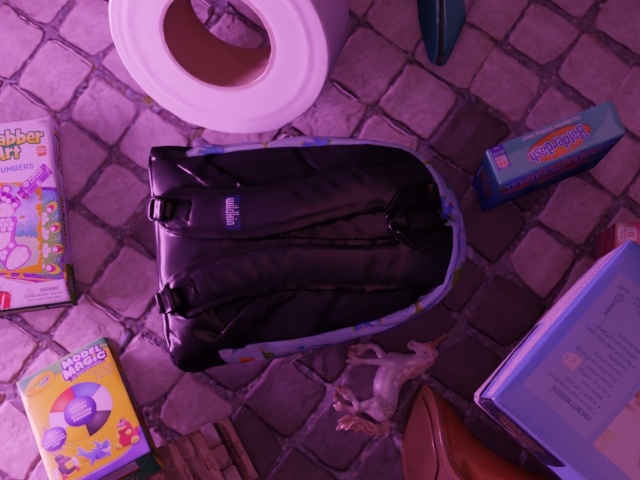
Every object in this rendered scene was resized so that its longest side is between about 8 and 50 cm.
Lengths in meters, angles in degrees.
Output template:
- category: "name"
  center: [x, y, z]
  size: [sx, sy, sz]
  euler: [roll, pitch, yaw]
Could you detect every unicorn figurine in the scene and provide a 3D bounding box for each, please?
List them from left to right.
- category: "unicorn figurine"
  center: [0.082, 0.172, 1.642]
  size: [0.111, 0.060, 0.162]
  euler: [17, 99, 4]

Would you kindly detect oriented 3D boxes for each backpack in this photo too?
- category: "backpack"
  center: [0.000, 0.000, 1.585]
  size: [0.356, 0.273, 0.290]
  euler: [-13, 79, 22]

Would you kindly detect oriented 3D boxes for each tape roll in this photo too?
- category: "tape roll"
  center: [-0.111, -0.273, 1.593]
  size: [0.286, 0.286, 0.100]
  euler: [19, 44, 4]

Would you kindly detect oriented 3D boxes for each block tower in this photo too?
- category: "block tower"
  center: [-0.247, 0.330, 1.606]
  size: [0.335, 0.097, 0.091]
  euler: [-27, 83, -3]

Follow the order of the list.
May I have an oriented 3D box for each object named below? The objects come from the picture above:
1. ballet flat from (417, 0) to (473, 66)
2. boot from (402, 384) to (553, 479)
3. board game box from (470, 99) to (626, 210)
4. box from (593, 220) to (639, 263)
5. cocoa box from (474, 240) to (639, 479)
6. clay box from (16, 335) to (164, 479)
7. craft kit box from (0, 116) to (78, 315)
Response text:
- category: "ballet flat"
  center: [0.163, -0.354, 1.700]
  size: [0.087, 0.083, 0.247]
  euler: [-10, 83, -14]
- category: "boot"
  center: [0.232, 0.295, 1.581]
  size: [0.220, 0.283, 0.109]
  euler: [7, 121, -24]
- category: "board game box"
  center: [0.274, -0.100, 1.592]
  size: [0.160, 0.210, 0.047]
  euler: [-22, 82, -1]
- category: "box"
  center: [0.420, 0.135, 1.589]
  size: [0.154, 0.142, 0.299]
  euler: [3, 82, 1]
- category: "cocoa box"
  center: [0.372, 0.201, 1.393]
  size: [0.347, 0.228, 0.231]
  euler: [41, 86, 6]
- category: "clay box"
  center: [-0.290, 0.215, 1.595]
  size: [0.127, 0.053, 0.222]
  euler: [-29, 52, -4]
- category: "craft kit box"
  center: [-0.452, -0.022, 1.683]
  size: [0.250, 0.061, 0.246]
  euler: [-9, 79, 0]
